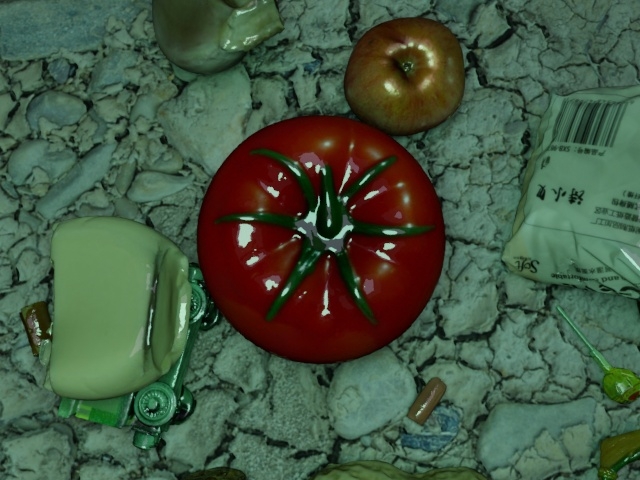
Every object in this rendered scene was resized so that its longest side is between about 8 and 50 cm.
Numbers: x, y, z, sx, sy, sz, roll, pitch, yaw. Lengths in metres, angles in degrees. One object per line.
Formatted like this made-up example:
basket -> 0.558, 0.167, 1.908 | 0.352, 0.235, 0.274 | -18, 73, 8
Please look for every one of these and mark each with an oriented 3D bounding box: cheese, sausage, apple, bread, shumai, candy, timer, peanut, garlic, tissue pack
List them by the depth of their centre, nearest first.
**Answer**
cheese -> -0.314, 0.097, 1.061 | 0.233, 0.127, 0.266 | -1, 76, 7
peanut -> 0.122, 0.411, 1.121 | 0.324, 0.140, 0.153 | -1, 37, -9
timer -> 0.000, 0.000, 1.124 | 0.377, 0.279, 0.378 | 1, 80, -3
shumai -> -0.175, 0.403, 1.127 | 0.139, 0.123, 0.105 | -36, 93, -21
tissue pack -> 0.492, -0.079, 1.127 | 0.375, 0.195, 0.390 | 14, 81, 45
sausage -> 0.176, 0.264, 1.199 | 0.034, 0.034, 0.083 | 36, 80, 5
bread -> -0.466, 0.146, 1.208 | 0.046, 0.036, 0.083 | -22, 82, -8
candy -> 0.459, 0.187, 1.218 | 0.062, 0.058, 0.194 | -24, 70, -33
garlic -> -0.208, -0.446, 1.231 | 0.231, 0.246, 0.340 | -26, 92, 7
apple -> 0.145, -0.277, 1.236 | 0.209, 0.164, 0.210 | 0, 82, 0

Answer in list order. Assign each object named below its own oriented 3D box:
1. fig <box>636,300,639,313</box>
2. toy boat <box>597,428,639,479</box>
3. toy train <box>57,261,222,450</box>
fig -> 0.626, 0.098, 1.140 | 0.195, 0.245, 0.196 | 0, 90, -14
toy boat -> 0.541, 0.342, 1.164 | 0.229, 0.089, 0.088 | -11, 66, -7
toy train -> -0.282, 0.170, 1.167 | 0.202, 0.120, 0.301 | 13, 79, 5
